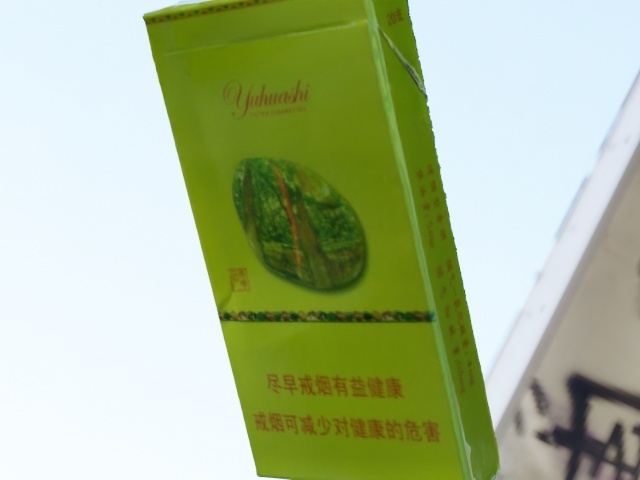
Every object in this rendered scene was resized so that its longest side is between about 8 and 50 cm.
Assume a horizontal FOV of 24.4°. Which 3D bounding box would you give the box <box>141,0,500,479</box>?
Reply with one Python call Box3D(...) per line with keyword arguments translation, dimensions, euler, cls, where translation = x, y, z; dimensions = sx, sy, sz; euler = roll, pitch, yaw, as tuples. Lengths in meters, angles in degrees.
Box3D(translation=(0.000, 0.000, 0.959), dimensions=(0.187, 0.047, 0.335), euler=(-2, -73, 40), cls="box")
